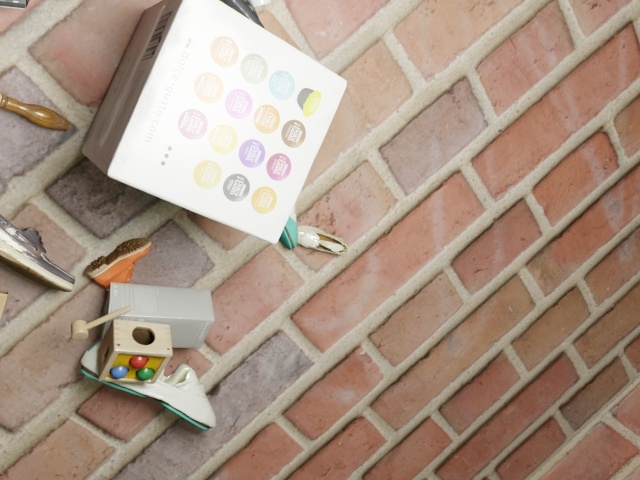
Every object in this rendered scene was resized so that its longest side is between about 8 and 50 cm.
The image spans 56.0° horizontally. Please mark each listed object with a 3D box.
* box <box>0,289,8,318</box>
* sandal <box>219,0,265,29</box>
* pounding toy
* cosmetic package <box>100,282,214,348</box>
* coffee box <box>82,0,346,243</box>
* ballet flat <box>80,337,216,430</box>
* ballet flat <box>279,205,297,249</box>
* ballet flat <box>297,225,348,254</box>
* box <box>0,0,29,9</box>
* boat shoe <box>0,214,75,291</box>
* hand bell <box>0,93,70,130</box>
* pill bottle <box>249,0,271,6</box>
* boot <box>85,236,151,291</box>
[{"bbox_3d":[-0.788,0.184,1.299,0.165,0.021,0.201,16,103,-29],"label":"box"},{"bbox_3d":[-0.175,-0.489,1.253,0.054,0.097,0.254,-55,126,-27],"label":"sandal"},{"bbox_3d":[-0.432,0.229,1.298,0.206,0.094,0.181,11,133,-31],"label":"pounding toy"},{"bbox_3d":[-0.382,0.179,1.410,0.238,0.107,0.127,8,134,-23],"label":"cosmetic package"},{"bbox_3d":[-0.216,-0.233,1.167,0.335,0.338,0.337,24,90,-31],"label":"coffee box"},{"bbox_3d":[-0.392,0.346,1.493,0.400,0.139,0.139,37,93,-31],"label":"ballet flat"},{"bbox_3d":[-0.108,-0.084,1.458,0.087,0.083,0.247,-48,125,-16],"label":"ballet flat"},{"bbox_3d":[0.000,0.000,1.554,0.168,0.052,0.057,12,106,-27],"label":"ballet flat"},{"bbox_3d":[-0.643,-0.518,1.005,0.270,0.060,0.216,-1,126,-19],"label":"box"},{"bbox_3d":[-0.627,0.010,1.254,0.285,0.103,0.092,40,59,-32],"label":"boat shoe"},{"bbox_3d":[-0.605,-0.267,1.162,0.242,0.126,0.126,20,102,-43],"label":"hand bell"},{"bbox_3d":[-0.139,-0.552,1.252,0.065,0.065,0.116,-22,118,-14],"label":"pill bottle"},{"bbox_3d":[-0.446,0.055,1.380,0.158,0.059,0.084,-31,124,0],"label":"boot"}]
